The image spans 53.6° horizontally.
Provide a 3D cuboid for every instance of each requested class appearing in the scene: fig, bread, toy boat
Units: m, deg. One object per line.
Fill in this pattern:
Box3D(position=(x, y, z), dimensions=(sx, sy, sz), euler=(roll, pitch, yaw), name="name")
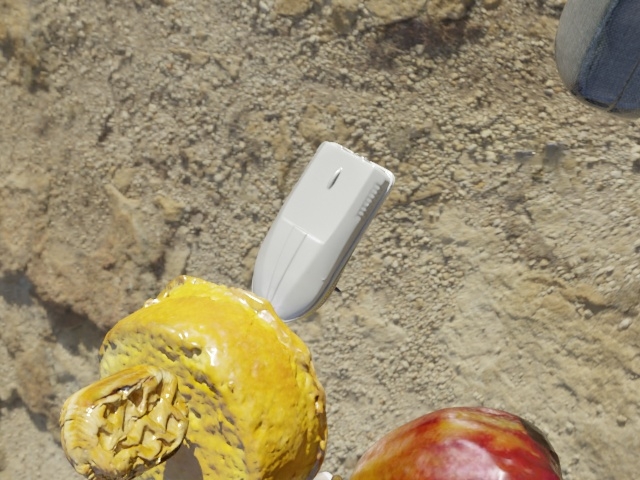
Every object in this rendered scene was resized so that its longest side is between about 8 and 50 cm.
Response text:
Box3D(position=(0.135, 0.276, 0.627), dimensions=(0.263, 0.224, 0.224), euler=(-33, 75, 51), name="fig")
Box3D(position=(-0.153, 0.147, 0.507), dimensions=(0.044, 0.111, 0.083), euler=(-20, 88, 33), name="bread")
Box3D(position=(-0.110, 0.168, 0.648), dimensions=(0.268, 0.146, 0.268), euler=(11, 111, 29), name="bread")
Box3D(position=(0.000, -0.006, 0.933), dimensions=(0.141, 0.141, 0.269), euler=(32, 105, 28), name="toy boat")

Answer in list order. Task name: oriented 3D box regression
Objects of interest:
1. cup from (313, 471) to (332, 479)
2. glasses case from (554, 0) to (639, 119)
Box3D(position=(-0.017, 0.435, 1.019), dimensions=(0.074, 0.099, 0.102), euler=(-9, 92, 65), name="cup")
Box3D(position=(0.242, -0.234, 0.376), dimensions=(0.074, 0.131, 0.323), euler=(19, 130, 1), name="glasses case")
